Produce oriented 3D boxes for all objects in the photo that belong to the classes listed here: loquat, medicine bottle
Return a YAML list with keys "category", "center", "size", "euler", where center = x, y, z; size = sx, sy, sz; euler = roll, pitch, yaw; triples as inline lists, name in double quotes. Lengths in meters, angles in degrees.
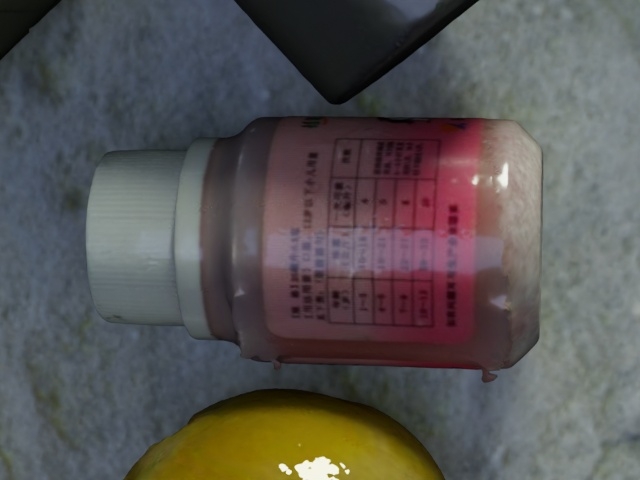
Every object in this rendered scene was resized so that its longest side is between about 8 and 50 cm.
- category: "loquat"
  center: [-0.018, 0.189, 0.897]
  size: [0.213, 0.213, 0.213]
  euler: [2, 101, 9]
- category: "medicine bottle"
  center: [0.000, 0.000, 0.885]
  size: [0.247, 0.147, 0.147]
  euler: [2, 101, 9]

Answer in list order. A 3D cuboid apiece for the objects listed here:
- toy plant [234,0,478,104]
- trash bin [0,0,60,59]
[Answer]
- category: "toy plant"
  center: [-0.064, -0.265, 0.830]
  size: [0.400, 0.185, 0.279]
  euler: [52, 138, 0]
- category: "trash bin"
  center: [-0.294, -0.164, 0.868]
  size: [0.220, 0.219, 0.250]
  euler: [-42, 86, 11]
